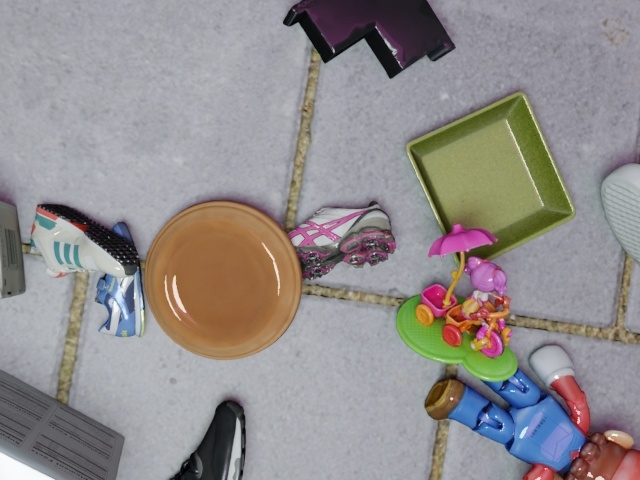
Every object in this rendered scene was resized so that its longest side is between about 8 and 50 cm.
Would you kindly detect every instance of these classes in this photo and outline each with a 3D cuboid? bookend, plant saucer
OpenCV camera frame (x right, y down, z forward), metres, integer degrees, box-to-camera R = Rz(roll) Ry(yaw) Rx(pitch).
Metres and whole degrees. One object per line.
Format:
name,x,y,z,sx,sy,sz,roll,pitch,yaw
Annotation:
bookend,0.063,-0.267,1.004,0.156,0.072,0.157,-36,97,-9
plant saucer,-0.122,0.051,0.948,0.199,0.037,0.200,1,96,7
plant saucer,0.225,-0.078,1.049,0.188,0.045,0.188,-25,94,-10

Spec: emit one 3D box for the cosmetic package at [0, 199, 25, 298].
cosmetic package,-0.497,0.026,0.842,0.309,0.160,0.113,-6,90,-13

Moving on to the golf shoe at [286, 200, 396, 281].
golf shoe,0.000,0.000,1.001,0.186,0.067,0.086,-11,51,-1

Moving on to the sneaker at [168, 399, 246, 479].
sneaker,-0.169,0.328,0.937,0.124,0.107,0.283,14,87,-5

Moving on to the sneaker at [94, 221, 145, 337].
sneaker,-0.247,0.050,0.947,0.059,0.053,0.144,-5,89,-10

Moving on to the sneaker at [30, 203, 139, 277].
sneaker,-0.282,0.018,0.915,0.161,0.057,0.075,29,104,23

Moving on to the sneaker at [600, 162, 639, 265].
sneaker,0.540,-0.004,1.081,0.366,0.135,0.150,42,74,-17

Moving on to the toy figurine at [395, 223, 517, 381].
toy figurine,0.181,0.063,0.945,0.130,0.173,0.159,-23,136,-32

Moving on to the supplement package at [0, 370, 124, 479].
supplement package,-0.347,0.280,0.816,0.198,0.262,0.199,31,84,-9

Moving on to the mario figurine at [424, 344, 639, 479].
mario figurine,0.296,0.271,1.044,0.320,0.170,0.198,38,119,1
